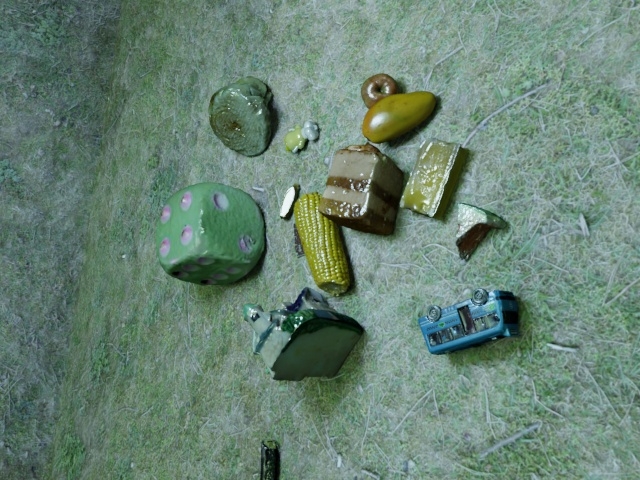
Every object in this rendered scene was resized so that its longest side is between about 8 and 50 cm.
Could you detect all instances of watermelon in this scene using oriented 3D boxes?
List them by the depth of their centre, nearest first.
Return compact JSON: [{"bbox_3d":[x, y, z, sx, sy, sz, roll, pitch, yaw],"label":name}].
[{"bbox_3d":[0.406,-0.041,1.496,0.158,0.098,0.121,-49,49,26],"label":"watermelon"}]

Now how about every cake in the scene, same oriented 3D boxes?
[{"bbox_3d":[0.146,-0.177,1.714,0.199,0.196,0.292,10,79,42],"label":"cake"}]

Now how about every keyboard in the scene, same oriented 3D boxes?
[{"bbox_3d":[-0.078,-0.022,1.988,0.055,0.017,0.165,-22,63,37],"label":"keyboard"}]

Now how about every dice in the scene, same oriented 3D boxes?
[{"bbox_3d":[-0.427,-0.018,2.103,0.322,0.318,0.330,-25,61,37],"label":"dice"}]

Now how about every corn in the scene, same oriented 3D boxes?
[{"bbox_3d":[0.000,0.000,1.826,0.144,0.144,0.387,-34,55,31],"label":"corn"}]

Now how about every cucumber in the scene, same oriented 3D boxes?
[{"bbox_3d":[-0.175,0.798,1.807,0.067,0.067,0.245,-11,73,41],"label":"cucumber"}]

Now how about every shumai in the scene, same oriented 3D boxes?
[{"bbox_3d":[-0.294,-0.546,2.265,0.309,0.304,0.263,-19,31,40],"label":"shumai"}]

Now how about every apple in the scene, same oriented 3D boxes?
[{"bbox_3d":[0.200,-0.493,1.807,0.126,0.102,0.125,0,94,4],"label":"apple"}]

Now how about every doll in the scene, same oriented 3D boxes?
[{"bbox_3d":[-0.073,-0.400,2.067,0.163,0.062,0.106,-23,67,37],"label":"doll"}]

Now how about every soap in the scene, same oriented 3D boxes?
[{"bbox_3d":[0.338,-0.187,1.614,0.135,0.076,0.233,23,93,43],"label":"soap"}]

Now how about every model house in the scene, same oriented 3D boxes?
[{"bbox_3d":[-0.080,0.272,1.707,0.284,0.298,0.243,39,104,43],"label":"model house"}]

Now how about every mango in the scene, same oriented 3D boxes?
[{"bbox_3d":[0.246,-0.404,1.721,0.253,0.113,0.138,-26,63,13],"label":"mango"}]

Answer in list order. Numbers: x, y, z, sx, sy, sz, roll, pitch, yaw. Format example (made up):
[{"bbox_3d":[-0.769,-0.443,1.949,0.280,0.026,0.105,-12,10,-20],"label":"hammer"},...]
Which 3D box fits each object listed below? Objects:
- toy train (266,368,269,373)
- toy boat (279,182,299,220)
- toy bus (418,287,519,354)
[{"bbox_3d":[-0.138,0.389,1.878,0.099,0.081,0.149,-13,70,41],"label":"toy train"},{"bbox_3d":[-0.118,-0.149,2.044,0.047,0.049,0.149,20,90,14],"label":"toy boat"},{"bbox_3d":[0.391,0.215,1.416,0.246,0.114,0.134,-28,64,36],"label":"toy bus"}]
